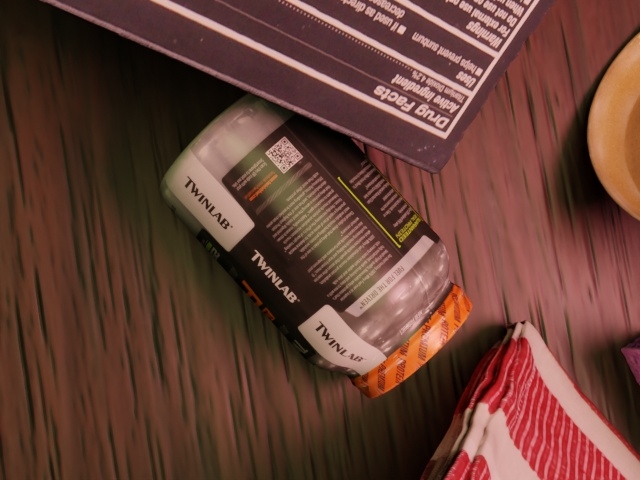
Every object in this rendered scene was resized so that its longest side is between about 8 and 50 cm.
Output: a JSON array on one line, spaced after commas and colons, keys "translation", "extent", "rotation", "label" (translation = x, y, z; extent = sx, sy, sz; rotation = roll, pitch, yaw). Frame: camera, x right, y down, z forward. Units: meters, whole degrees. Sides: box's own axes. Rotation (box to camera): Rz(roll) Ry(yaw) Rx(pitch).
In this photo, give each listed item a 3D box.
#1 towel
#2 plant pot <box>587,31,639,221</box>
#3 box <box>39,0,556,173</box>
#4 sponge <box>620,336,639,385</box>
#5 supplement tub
[{"translation": [0.147, 0.200, 0.489], "extent": [0.237, 0.329, 0.037], "rotation": [49, 122, -1], "label": "towel"}, {"translation": [0.297, -0.087, 0.581], "extent": [0.236, 0.236, 0.032], "rotation": [-52, 133, -8], "label": "plant pot"}, {"translation": [0.002, -0.235, 0.444], "extent": [0.296, 0.183, 0.294], "rotation": [19, 114, -36], "label": "box"}, {"translation": [0.278, 0.158, 0.584], "extent": [0.031, 0.117, 0.210], "rotation": [-27, 89, -7], "label": "sponge"}, {"translation": [0.000, 0.000, 0.564], "extent": [0.117, 0.117, 0.190], "rotation": [-42, 90, -8], "label": "supplement tub"}]
